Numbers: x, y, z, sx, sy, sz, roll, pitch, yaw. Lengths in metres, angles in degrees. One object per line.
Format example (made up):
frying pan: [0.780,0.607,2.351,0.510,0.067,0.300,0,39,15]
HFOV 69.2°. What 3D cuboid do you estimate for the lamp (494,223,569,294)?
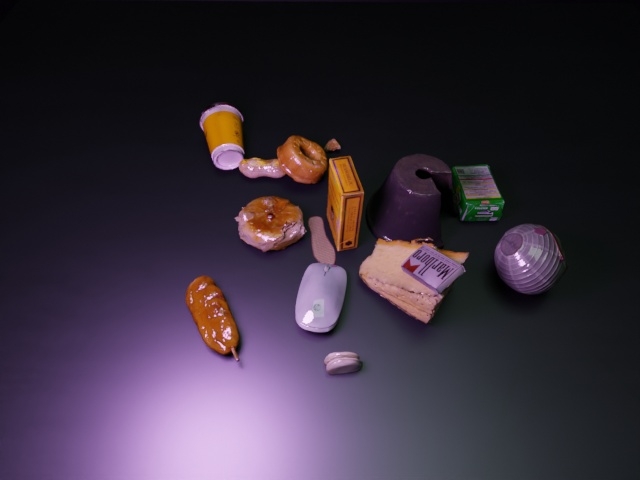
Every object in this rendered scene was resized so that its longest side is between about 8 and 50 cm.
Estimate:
lamp: [0.732,0.064,1.620,0.232,0.233,0.265,-3,39,-3]

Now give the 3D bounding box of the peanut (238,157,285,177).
peanut: [-0.244,-0.306,1.974,0.206,0.087,0.087,2,52,-2]

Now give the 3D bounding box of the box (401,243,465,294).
box: [0.348,0.087,1.453,0.115,0.036,0.177,-41,35,-9]

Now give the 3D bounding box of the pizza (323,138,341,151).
pizza: [0.059,-0.421,2.108,0.078,0.025,0.083,29,63,26]

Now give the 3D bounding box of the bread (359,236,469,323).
bread: [0.311,0.088,1.567,0.315,0.279,0.248,34,65,9]

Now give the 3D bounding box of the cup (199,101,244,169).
cup: [-0.421,-0.455,2.033,0.196,0.196,0.280,-10,61,-9]

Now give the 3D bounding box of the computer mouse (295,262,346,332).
computer mouse: [0.002,0.182,1.587,0.159,0.097,0.289,8,53,8]

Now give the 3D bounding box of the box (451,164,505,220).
box: [0.634,-0.197,1.897,0.179,0.103,0.250,-1,50,-3]

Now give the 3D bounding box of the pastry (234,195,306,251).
pastry: [-0.188,-0.074,1.767,0.256,0.121,0.236,-23,55,-19]

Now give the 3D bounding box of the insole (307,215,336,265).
insole: [0.000,0.000,1.787,0.086,0.005,0.253,-10,52,-10]

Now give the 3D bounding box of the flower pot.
flower pot: [0.360,-0.170,1.779,0.378,0.251,0.380,0,53,0]

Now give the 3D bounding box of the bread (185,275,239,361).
bread: [-0.342,0.260,1.526,0.124,0.084,0.344,-37,59,0]

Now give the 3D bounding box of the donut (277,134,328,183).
donut: [-0.073,-0.337,1.946,0.226,0.114,0.227,24,42,-23]

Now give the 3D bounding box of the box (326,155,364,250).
box: [0.085,-0.130,1.702,0.083,0.302,0.193,-8,52,-8]

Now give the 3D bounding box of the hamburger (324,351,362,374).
hamburger: [0.073,0.375,1.442,0.121,0.084,0.054,1,50,-3]
